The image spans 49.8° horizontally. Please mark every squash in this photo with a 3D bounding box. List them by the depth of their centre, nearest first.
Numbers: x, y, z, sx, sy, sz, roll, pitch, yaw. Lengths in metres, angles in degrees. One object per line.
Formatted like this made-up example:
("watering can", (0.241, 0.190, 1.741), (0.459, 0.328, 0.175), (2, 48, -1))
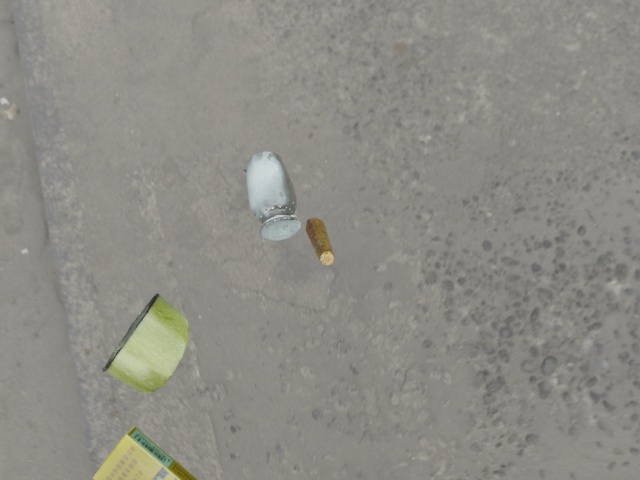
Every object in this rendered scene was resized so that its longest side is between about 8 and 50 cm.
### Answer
("squash", (-0.395, 0.234, 1.589), (0.133, 0.220, 0.220), (33, 66, -15))

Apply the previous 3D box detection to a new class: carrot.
("carrot", (0.000, 0.000, 1.339), (0.042, 0.042, 0.171), (-8, 25, -7))

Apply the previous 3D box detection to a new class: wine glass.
("wine glass", (-0.114, -0.105, 1.614), (0.111, 0.111, 0.205), (-13, 62, -9))

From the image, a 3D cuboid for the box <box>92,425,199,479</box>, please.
("box", (-0.315, 0.515, 1.396), (0.279, 0.041, 0.153), (40, 114, 1))
